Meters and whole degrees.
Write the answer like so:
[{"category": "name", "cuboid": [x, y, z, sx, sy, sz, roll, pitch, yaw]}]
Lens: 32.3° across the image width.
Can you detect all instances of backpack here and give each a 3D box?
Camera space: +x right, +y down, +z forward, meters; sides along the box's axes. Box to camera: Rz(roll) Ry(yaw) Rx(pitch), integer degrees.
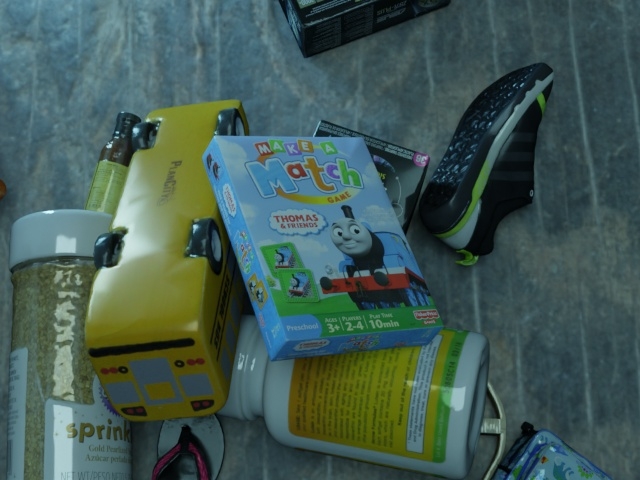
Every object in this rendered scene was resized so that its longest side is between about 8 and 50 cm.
[{"category": "backpack", "cuboid": [0.210, 0.246, 1.040, 0.105, 0.084, 0.114, 39, 79, -1]}]

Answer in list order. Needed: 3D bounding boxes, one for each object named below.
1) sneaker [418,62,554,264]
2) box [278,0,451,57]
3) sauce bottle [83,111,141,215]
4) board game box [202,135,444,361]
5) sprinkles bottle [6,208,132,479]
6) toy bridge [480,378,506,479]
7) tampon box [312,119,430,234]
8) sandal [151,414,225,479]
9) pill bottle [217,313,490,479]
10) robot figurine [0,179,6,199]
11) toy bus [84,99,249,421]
[{"category": "sneaker", "cuboid": [0.186, -0.078, 1.157, 0.097, 0.084, 0.235, 41, 72, -23]}, {"category": "box", "cuboid": [0.037, -0.306, 1.208, 0.180, 0.077, 0.147, -22, 75, -6]}, {"category": "sauce bottle", "cuboid": [-0.216, -0.072, 1.161, 0.042, 0.042, 0.128, 13, 76, 4]}, {"category": "board game box", "cuboid": [0.000, 0.000, 0.975, 0.160, 0.039, 0.212, -3, 56, -31]}, {"category": "sprinkles bottle", "cuboid": [-0.239, 0.154, 1.055, 0.121, 0.121, 0.356, -3, 74, -1]}, {"category": "toy bridge", "cuboid": [0.151, 0.183, 1.094, 0.063, 0.026, 0.188, 3, 74, 0]}, {"category": "tampon box", "cuboid": [0.026, -0.016, 1.112, 0.120, 0.101, 0.161, 19, 75, 6]}, {"category": "sandal", "cuboid": [-0.136, 0.240, 1.071, 0.067, 0.040, 0.179, 10, 74, 3]}, {"category": "pill bottle", "cuboid": [0.028, 0.136, 1.041, 0.245, 0.136, 0.136, 8, 74, 15]}, {"category": "robot figurine", "cuboid": [-0.435, -0.049, 1.111, 0.219, 0.158, 0.128, -14, 35, -4]}, {"category": "toy bus", "cuboid": [-0.129, 0.002, 1.044, 0.108, 0.130, 0.333, -8, 38, 10]}]
